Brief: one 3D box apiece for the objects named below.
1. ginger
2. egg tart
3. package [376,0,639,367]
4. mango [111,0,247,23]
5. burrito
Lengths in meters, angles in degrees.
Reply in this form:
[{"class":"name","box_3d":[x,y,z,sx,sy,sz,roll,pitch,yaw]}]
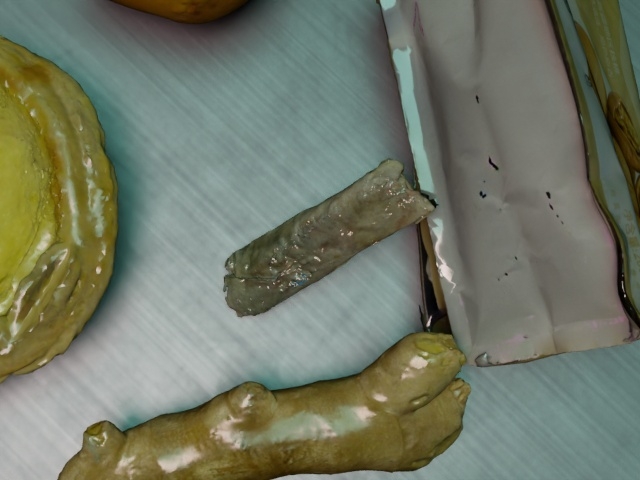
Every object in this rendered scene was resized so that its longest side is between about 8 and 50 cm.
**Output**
[{"class":"ginger","box_3d":[-0.040,0.139,0.563,0.298,0.065,0.118,-15,125,-4]},{"class":"egg tart","box_3d":[-0.269,-0.017,0.572,0.278,0.095,0.279,0,79,1]},{"class":"package","box_3d":[0.144,-0.072,0.603,0.165,0.221,0.311,-16,81,33]},{"class":"mango","box_3d":[-0.080,-0.270,0.605,0.136,0.166,0.236,34,49,-40]},{"class":"burrito","box_3d":[-0.001,0.000,0.586,0.171,0.042,0.051,-30,88,26]}]
